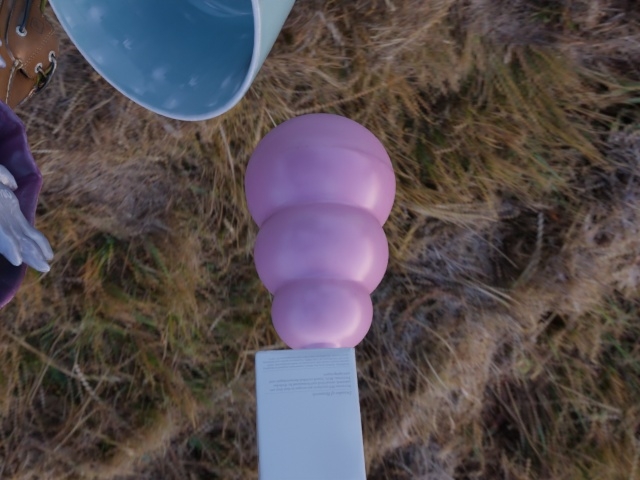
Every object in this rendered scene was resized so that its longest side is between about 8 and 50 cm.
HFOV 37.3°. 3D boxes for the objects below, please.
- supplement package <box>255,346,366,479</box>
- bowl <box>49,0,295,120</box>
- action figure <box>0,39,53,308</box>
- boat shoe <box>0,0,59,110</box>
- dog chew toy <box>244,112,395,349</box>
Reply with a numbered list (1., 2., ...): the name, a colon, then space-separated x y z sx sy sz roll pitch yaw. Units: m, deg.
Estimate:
1. supplement package: -0.012 0.211 0.967 0.105 0.105 0.179 -2 63 -5
2. bowl: -0.143 -0.302 1.014 0.311 0.312 0.163 55 49 -12
3. action figure: -0.319 0.028 0.470 0.370 0.248 0.275 -30 116 13
4. boat shoe: -0.304 -0.186 0.922 0.105 0.111 0.307 9 67 -31
5. dog chew toy: 0.000 0.000 1.260 0.207 0.206 0.331 2 65 -6
